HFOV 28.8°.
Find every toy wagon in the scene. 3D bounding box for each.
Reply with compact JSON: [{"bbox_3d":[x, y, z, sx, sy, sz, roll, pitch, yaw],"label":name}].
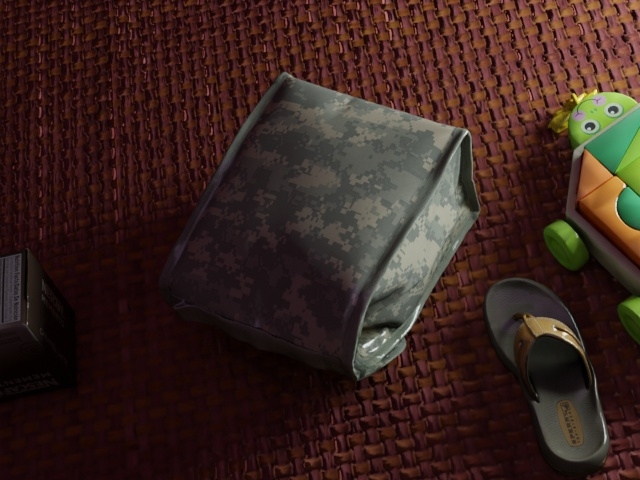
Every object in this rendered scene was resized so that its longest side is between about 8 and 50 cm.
[{"bbox_3d":[0.360,-0.053,1.283,0.267,0.068,0.344,-34,57,-9],"label":"toy wagon"}]

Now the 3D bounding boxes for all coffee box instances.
[{"bbox_3d":[-0.401,0.109,1.333,0.246,0.141,0.098,-12,56,5],"label":"coffee box"}]

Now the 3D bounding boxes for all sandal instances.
[{"bbox_3d":[0.219,0.122,1.211,0.090,0.060,0.219,-15,56,5],"label":"sandal"}]

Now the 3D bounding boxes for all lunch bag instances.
[{"bbox_3d":[0.000,0.000,1.282,0.235,0.169,0.287,20,61,25],"label":"lunch bag"}]
